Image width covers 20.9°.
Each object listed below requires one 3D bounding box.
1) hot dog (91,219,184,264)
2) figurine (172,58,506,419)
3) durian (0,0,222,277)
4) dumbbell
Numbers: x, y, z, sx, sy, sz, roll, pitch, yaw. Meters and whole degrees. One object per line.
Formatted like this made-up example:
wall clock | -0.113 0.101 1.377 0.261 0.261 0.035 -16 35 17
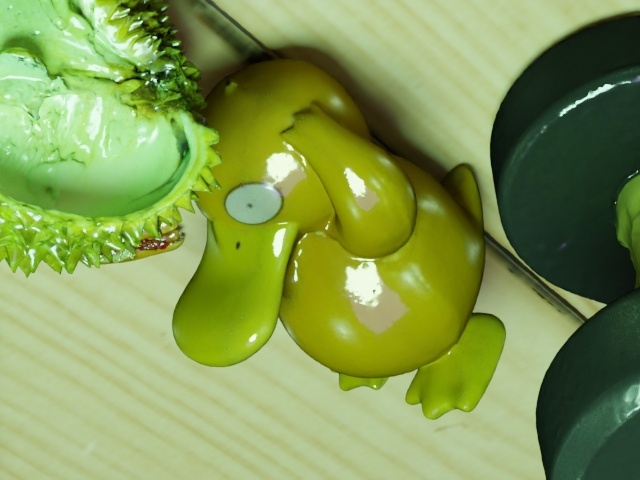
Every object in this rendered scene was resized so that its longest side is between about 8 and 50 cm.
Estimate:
hot dog | -0.136 0.000 1.201 0.083 0.021 0.037 -12 129 7
figurine | 0.008 -0.001 1.121 0.228 0.215 0.215 18 129 -35
durian | -0.171 -0.088 1.005 0.200 0.176 0.237 -41 95 -9
dumbbell | 0.217 0.029 1.038 0.204 0.322 0.203 -1 130 -1
